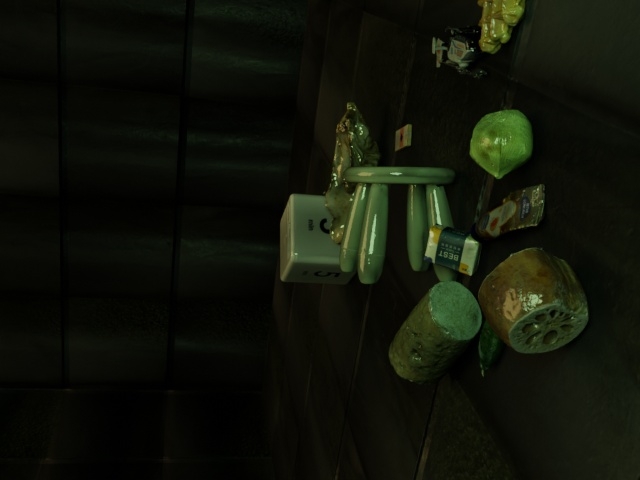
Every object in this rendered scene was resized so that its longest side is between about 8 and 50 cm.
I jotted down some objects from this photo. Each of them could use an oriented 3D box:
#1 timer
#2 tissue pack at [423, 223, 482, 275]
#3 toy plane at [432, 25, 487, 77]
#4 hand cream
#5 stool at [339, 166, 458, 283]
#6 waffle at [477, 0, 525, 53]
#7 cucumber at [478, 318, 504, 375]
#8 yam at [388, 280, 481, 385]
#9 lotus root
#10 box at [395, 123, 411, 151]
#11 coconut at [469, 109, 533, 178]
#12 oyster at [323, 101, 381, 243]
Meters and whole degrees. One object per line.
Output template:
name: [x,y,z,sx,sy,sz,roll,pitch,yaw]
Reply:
timer: [0.000,0.000,1.832,0.194,0.195,0.192,121,150,-64]
tissue pack: [0.211,0.013,1.077,0.042,0.083,0.062,-25,-52,-58]
toy plane: [0.233,-0.324,1.154,0.197,0.053,0.078,-127,32,-66]
hand cream: [0.262,-0.031,0.963,0.163,0.039,0.062,136,152,-70]
stool: [0.139,-0.031,1.197,0.195,0.195,0.199,-159,68,-78]
waffle: [0.269,-0.391,1.006,0.160,0.046,0.192,112,159,-56]
cucumber: [0.249,0.129,0.974,0.037,0.037,0.155,-105,23,-58]
yam: [0.186,0.151,1.099,0.194,0.107,0.107,111,159,-53]
lotus root: [0.248,0.078,0.798,0.112,0.122,0.081,-50,38,29]
box: [0.179,-0.221,1.474,0.083,0.012,0.046,174,100,-78]
coconut: [0.250,-0.132,0.939,0.088,0.088,0.096,148,129,-76]
oyster: [0.086,-0.158,1.661,0.166,0.110,0.341,7,97,62]
